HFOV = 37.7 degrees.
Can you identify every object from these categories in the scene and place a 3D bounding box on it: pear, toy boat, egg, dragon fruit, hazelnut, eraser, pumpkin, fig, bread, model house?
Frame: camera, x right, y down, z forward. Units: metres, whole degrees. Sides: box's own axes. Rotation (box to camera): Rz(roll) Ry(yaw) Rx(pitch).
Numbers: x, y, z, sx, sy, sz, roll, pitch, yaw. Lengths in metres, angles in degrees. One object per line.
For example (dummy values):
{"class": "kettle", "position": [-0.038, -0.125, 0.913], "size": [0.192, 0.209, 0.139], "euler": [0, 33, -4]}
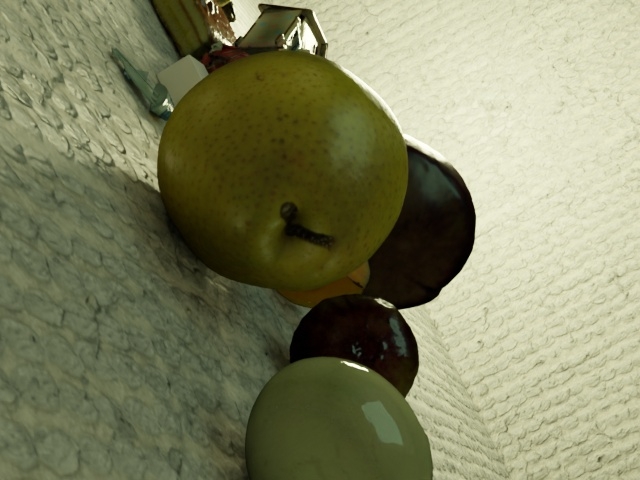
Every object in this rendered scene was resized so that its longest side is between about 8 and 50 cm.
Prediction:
{"class": "pear", "position": [-0.056, -0.105, 1.376], "size": [0.362, 0.363, 0.418], "euler": [56, 15, -26]}
{"class": "toy boat", "position": [-0.288, -0.256, 1.558], "size": [0.149, 0.034, 0.105], "euler": [48, 14, -53]}
{"class": "egg", "position": [0.024, 0.267, 1.131], "size": [0.269, 0.219, 0.219], "euler": [58, 11, -18]}
{"class": "dragon fruit", "position": [-0.174, -0.302, 1.879], "size": [0.209, 0.172, 0.172], "euler": [32, 28, -44]}
{"class": "hazelnut", "position": [0.131, -0.060, 2.016], "size": [0.429, 0.402, 0.402], "euler": [17, 28, -18]}
{"class": "eraser", "position": [-0.194, -0.189, 1.716], "size": [0.298, 0.076, 0.078], "euler": [62, 11, 11]}
{"class": "pumpkin", "position": [0.000, 0.001, 1.684], "size": [0.280, 0.190, 0.139], "euler": [92, 5, -53]}
{"class": "fig", "position": [0.051, 0.225, 1.581], "size": [0.321, 0.217, 0.216], "euler": [96, -29, -66]}
{"class": "bread", "position": [-0.261, -0.469, 2.064], "size": [0.184, 0.111, 0.234], "euler": [63, 10, 11]}
{"class": "model house", "position": [-0.066, -0.366, 2.070], "size": [0.326, 0.169, 0.244], "euler": [83, 20, -44]}

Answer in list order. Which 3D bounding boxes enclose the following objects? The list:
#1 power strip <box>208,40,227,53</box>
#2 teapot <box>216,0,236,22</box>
{"class": "power strip", "position": [-0.189, -0.352, 2.100], "size": [0.043, 0.106, 0.367], "euler": [39, 5, 15]}
{"class": "teapot", "position": [-0.294, -0.672, 2.380], "size": [0.183, 0.173, 0.269], "euler": [37, -18, 40]}
